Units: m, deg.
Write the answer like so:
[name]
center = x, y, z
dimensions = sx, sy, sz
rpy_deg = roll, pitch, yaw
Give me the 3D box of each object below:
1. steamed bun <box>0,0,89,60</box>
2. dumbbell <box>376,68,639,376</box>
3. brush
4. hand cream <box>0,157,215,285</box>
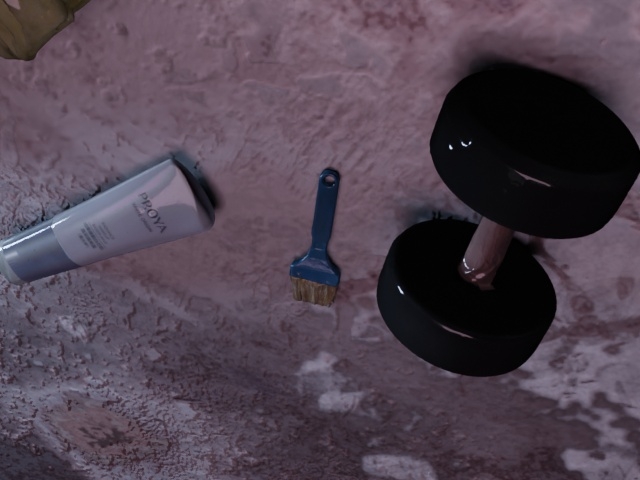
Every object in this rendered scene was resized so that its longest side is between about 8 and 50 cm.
[steamed bun]
center = -0.244, -0.231, 0.664
dimensions = 0.177, 0.106, 0.192
rpy_deg = 51, 158, -11
[dumbbell]
center = 0.143, -0.011, 0.709
dimensions = 0.153, 0.152, 0.218
rpy_deg = 18, 130, 1
[brush]
center = 0.000, 0.000, 0.848
dimensions = 0.051, 0.014, 0.164
rpy_deg = 12, 129, 4
[hand cream]
center = -0.222, -0.012, 0.878
dimensions = 0.255, 0.048, 0.079
rpy_deg = -17, 119, 26
